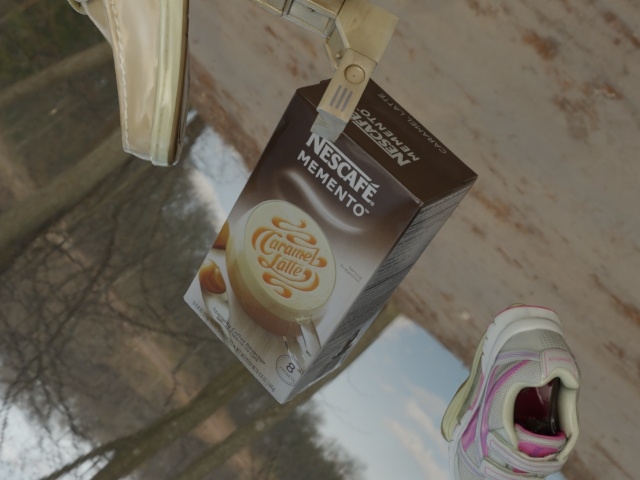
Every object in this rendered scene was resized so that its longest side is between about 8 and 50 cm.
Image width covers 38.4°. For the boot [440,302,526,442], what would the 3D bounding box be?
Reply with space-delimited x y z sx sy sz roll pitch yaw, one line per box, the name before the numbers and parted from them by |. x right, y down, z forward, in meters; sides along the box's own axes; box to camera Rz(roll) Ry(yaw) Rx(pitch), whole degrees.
boot | 0.265 0.197 1.191 0.077 0.213 0.165 33 174 -37

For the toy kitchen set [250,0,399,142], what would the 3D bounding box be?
toy kitchen set | -0.006 -0.113 0.497 0.083 0.075 0.068 27 162 -4

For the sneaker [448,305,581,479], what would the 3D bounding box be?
sneaker | 0.196 0.198 0.926 0.111 0.103 0.252 -102 16 -68

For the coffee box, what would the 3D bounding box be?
coffee box | 0.000 0.000 0.781 0.141 0.098 0.246 44 126 17

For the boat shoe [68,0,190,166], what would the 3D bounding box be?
boat shoe | -0.143 -0.196 0.630 0.109 0.098 0.302 142 122 -79
